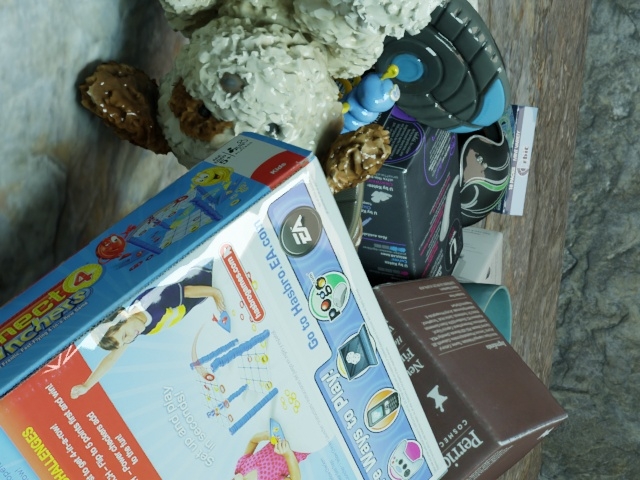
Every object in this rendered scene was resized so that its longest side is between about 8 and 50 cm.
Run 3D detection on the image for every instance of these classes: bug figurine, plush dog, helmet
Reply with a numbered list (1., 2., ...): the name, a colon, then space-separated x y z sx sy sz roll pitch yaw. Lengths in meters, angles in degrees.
1. bug figurine: -0.024 -0.034 0.943 0.216 0.072 0.279 -37 -160 47
2. plush dog: -0.046 -0.144 0.793 0.210 0.262 0.225 -28 133 -80
3. helmet: 0.184 -0.101 1.492 0.161 0.169 0.169 -14 113 -50

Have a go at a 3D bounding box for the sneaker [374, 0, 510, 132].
1. sneaker: 0.082 -0.252 1.058 0.341 0.125 0.140 48 37 -28

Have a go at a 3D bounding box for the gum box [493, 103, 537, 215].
1. gum box: 0.236 -0.128 1.602 0.041 0.184 0.157 3 98 -31

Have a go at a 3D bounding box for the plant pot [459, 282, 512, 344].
1. plant pot: 0.117 0.183 1.396 0.290 0.195 0.290 11 90 -69

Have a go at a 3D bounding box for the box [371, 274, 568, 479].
1. box: 0.109 0.166 1.128 0.168 0.203 0.167 -50 155 26

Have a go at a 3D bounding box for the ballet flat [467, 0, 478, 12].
1. ballet flat: 0.083 -0.328 1.170 0.147 0.147 0.409 -50 136 -53

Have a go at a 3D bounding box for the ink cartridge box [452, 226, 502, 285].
1. ink cartridge box: 0.190 0.132 1.673 0.283 0.117 0.207 -53 147 -51

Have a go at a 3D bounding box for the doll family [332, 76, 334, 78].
1. doll family: -0.033 -0.215 0.937 0.193 0.111 0.076 80 29 -43

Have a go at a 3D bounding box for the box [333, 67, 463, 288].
1. box: 0.070 -0.043 1.241 0.270 0.143 0.165 79 31 -44

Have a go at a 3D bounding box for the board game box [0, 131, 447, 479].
1. board game box: -0.084 0.137 0.729 0.302 0.086 0.308 -38 126 -21

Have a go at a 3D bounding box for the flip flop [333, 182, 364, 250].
1. flip flop: 0.000 0.000 1.125 0.080 0.112 0.277 -50 149 -45
